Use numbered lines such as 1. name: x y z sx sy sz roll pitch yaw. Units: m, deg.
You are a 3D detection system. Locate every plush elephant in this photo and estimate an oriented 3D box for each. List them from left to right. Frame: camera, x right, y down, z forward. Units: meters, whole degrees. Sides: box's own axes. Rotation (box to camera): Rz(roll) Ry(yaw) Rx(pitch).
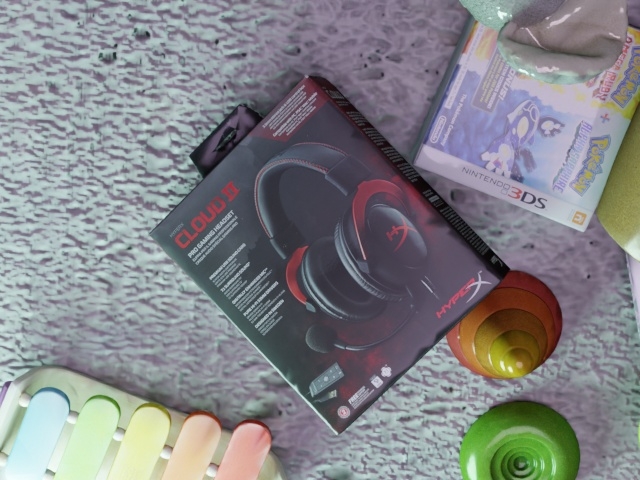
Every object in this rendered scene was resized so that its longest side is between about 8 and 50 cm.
1. plush elephant: 0.197 -0.290 1.216 0.255 0.272 0.330 -39 138 -8

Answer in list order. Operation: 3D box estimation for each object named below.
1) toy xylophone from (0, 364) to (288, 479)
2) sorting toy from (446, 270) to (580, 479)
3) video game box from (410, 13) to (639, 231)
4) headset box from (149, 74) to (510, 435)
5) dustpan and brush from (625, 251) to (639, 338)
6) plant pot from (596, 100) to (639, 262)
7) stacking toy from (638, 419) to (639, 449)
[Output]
1. toy xylophone: -0.195 0.259 1.483 0.322 0.081 0.236 14 106 -4
2. sorting toy: 0.206 0.220 1.449 0.127 0.126 0.366 -8 105 2
3. video game box: 0.211 -0.134 1.385 0.187 0.048 0.205 20 106 -8
4. headset box: 0.000 0.000 1.361 0.218 0.110 0.293 -44 85 10
5. dustpan and brush: 0.418 0.041 1.438 0.211 0.060 0.147 -10 94 9
6. plant pot: 0.377 -0.087 1.316 0.237 0.237 0.254 35 111 -9
7. stacking toy: 0.472 0.240 1.431 0.309 0.130 0.279 -32 65 -11
